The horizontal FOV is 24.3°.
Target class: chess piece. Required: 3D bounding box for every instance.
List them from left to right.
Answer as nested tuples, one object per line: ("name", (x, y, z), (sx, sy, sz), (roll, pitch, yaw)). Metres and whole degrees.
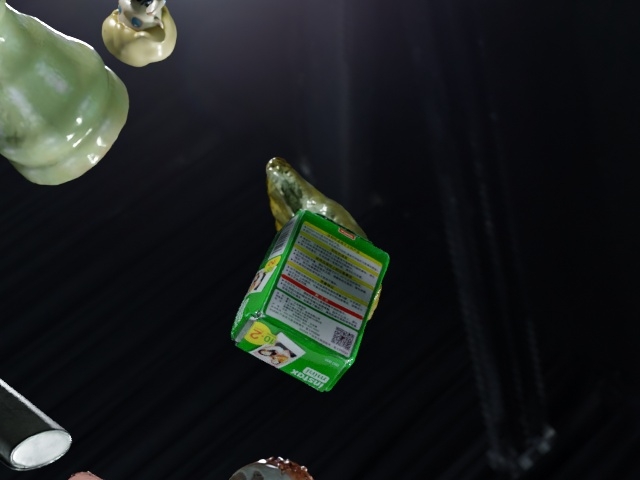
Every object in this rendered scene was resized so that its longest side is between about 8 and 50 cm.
("chess piece", (-0.493, -0.298, 2.203), (0.234, 0.234, 0.442), (27, -16, 44))

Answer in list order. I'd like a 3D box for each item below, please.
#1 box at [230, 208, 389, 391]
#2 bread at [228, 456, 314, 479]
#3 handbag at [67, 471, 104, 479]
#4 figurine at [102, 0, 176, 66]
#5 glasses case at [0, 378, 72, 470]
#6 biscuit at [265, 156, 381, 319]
("box", (-0.013, 0.086, 2.233), (0.180, 0.250, 0.103), (29, -39, -8))
("bread", (-0.073, 0.396, 2.170), (0.160, 0.160, 0.073), (38, 12, 31))
("handbag", (-0.247, 0.354, 1.659), (0.157, 0.212, 0.059), (23, -69, 1))
("figurine", (-0.263, -0.349, 2.199), (0.114, 0.108, 0.196), (24, -43, 12))
("glasses case", (-0.501, 0.240, 2.212), (0.299, 0.114, 0.060), (30, -63, 37))
("biscuit", (0.000, 0.000, 2.653), (0.335, 0.078, 0.329), (64, -20, -10))
